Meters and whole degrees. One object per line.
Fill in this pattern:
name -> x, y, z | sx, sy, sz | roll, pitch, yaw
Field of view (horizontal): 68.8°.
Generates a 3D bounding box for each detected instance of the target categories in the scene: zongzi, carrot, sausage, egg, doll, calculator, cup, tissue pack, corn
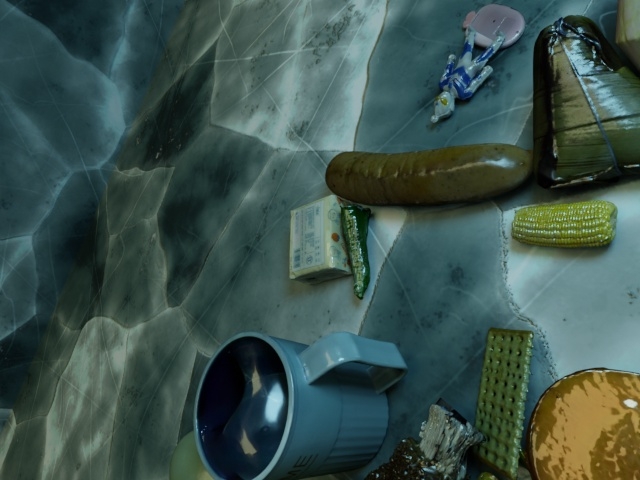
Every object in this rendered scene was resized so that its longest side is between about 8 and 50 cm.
zongzi -> 0.504, -0.231, 0.753 | 0.300, 0.139, 0.285 | 3, 101, 38
carrot -> 0.426, 0.324, 0.627 | 0.258, 0.100, 0.307 | -41, 53, 10
sausage -> 0.204, -0.138, 1.029 | 0.501, 0.123, 0.136 | 5, 53, 43
egg -> -0.234, 0.542, 1.087 | 0.283, 0.203, 0.202 | 9, 80, 41
doll -> 0.318, -0.365, 1.051 | 0.114, 0.057, 0.227 | 34, 102, 35
calculator -> 0.390, -0.490, 1.068 | 0.103, 0.024, 0.166 | -55, 48, 11
cup -> -0.030, 0.302, 0.925 | 0.257, 0.311, 0.331 | 27, 91, 44
tissue pack -> 0.000, 0.000, 1.174 | 0.148, 0.092, 0.196 | -18, 63, 38
corn -> 0.424, -0.029, 0.823 | 0.165, 0.063, 0.084 | 3, 85, 44

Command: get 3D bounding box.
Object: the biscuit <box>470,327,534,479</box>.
biscuit -> 0.306, 0.264, 0.791 | 0.139, 0.016, 0.231 | 142, 142, -77

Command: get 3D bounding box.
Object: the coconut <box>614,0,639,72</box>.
coconut -> 0.587, -0.388, 0.712 | 0.259, 0.259, 0.259 | -18, 62, 37

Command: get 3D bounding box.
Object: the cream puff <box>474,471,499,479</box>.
cream puff -> 0.282, 0.430, 0.774 | 0.058, 0.083, 0.083 | 5, 57, -2

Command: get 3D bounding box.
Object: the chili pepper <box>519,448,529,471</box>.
chili pepper -> 0.361, 0.407, 0.710 | 0.050, 0.051, 0.201 | -20, 54, 1

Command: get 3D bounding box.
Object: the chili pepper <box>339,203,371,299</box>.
chili pepper -> 0.086, 0.028, 1.095 | 0.059, 0.088, 0.226 | -26, 58, 49

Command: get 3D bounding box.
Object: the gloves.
gloves -> 0.167, 0.425, 0.799 | 0.312, 0.135, 0.210 | -68, 15, -10
